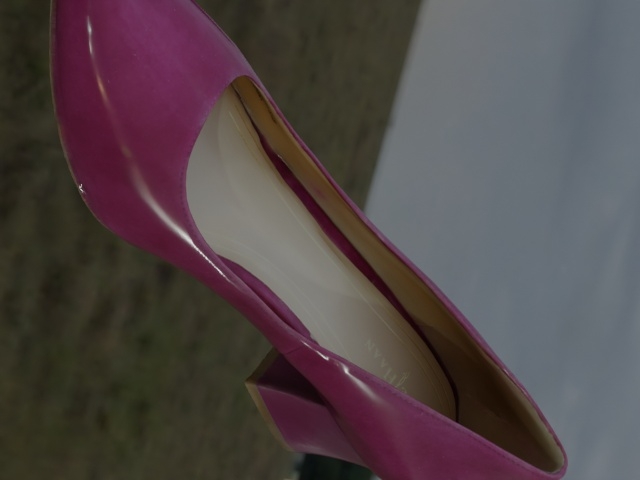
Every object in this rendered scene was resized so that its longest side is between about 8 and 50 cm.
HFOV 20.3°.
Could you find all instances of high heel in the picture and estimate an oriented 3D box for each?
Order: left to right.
[{"bbox_3d":[0.000,0.000,0.603,0.082,0.117,0.244,-53,133,-37],"label":"high heel"}]
